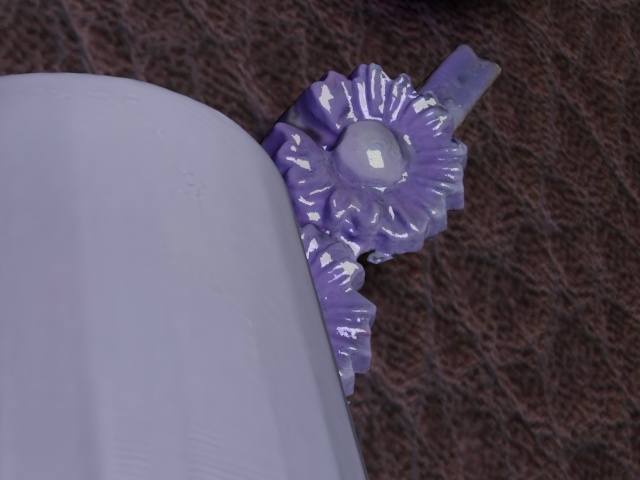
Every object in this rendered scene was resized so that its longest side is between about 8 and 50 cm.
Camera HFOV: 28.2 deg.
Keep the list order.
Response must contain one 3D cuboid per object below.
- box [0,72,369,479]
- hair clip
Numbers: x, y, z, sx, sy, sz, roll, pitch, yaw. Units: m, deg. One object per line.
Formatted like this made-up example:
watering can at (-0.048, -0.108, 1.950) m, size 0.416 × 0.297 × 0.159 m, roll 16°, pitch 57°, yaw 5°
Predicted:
box at (-0.071, 0.083, 0.441) m, size 0.291 × 0.262 × 0.206 m, roll 53°, pitch 23°, yaw -56°
hair clip at (0.000, 0.000, 0.615) m, size 0.106 × 0.084 × 0.292 m, roll 33°, pitch 56°, yaw 4°
